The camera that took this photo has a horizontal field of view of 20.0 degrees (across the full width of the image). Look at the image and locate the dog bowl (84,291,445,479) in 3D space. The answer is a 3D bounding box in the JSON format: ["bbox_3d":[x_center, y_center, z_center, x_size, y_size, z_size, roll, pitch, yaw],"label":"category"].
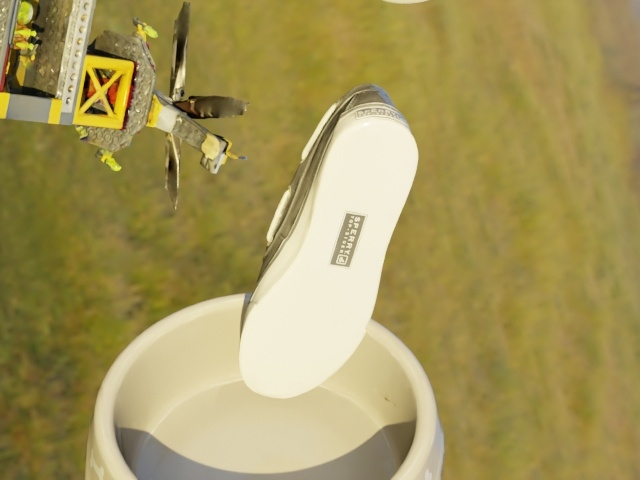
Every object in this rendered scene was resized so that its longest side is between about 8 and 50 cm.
[{"bbox_3d":[-0.049,0.184,1.648,0.349,0.348,0.102,-96,-175,-48],"label":"dog bowl"}]

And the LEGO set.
[{"bbox_3d":[-0.139,-0.190,0.958,0.192,0.255,0.331,3,95,-53],"label":"LEGO set"}]

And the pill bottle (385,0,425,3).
[{"bbox_3d":[0.080,-0.336,1.593,0.278,0.162,0.162,92,-13,-66],"label":"pill bottle"}]

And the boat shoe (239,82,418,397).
[{"bbox_3d":[0.000,0.000,1.628,0.102,0.108,0.301,-106,-149,-59],"label":"boat shoe"}]
